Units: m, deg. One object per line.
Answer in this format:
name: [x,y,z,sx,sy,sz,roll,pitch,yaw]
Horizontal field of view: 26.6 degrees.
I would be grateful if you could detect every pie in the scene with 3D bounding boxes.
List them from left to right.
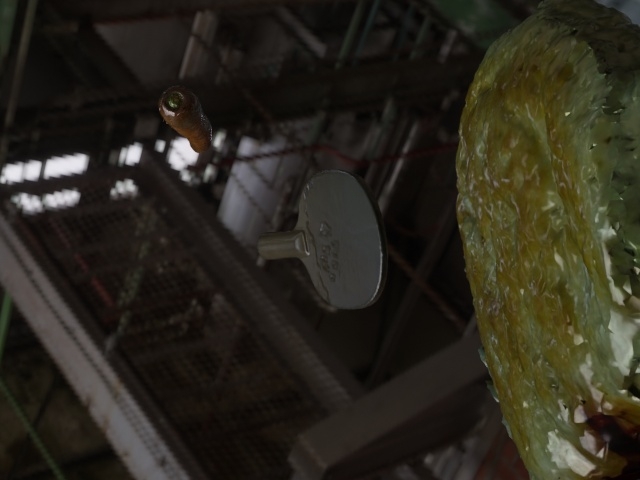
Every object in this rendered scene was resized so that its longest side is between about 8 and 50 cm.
pie: [0.209,0.010,1.009,0.180,0.418,0.395,-12,-146,-4]

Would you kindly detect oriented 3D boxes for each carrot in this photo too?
carrot: [-0.152,-0.137,1.573,0.047,0.047,0.191,28,174,9]

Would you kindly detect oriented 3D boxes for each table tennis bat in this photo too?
table tennis bat: [0.000,0.000,1.272,0.022,0.131,0.234,-11,-177,-28]
